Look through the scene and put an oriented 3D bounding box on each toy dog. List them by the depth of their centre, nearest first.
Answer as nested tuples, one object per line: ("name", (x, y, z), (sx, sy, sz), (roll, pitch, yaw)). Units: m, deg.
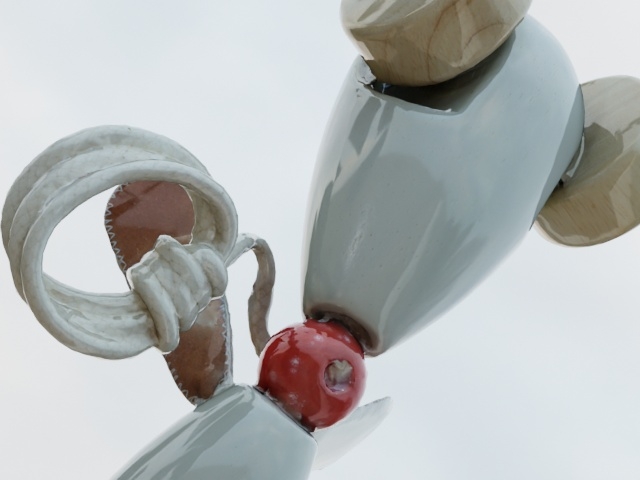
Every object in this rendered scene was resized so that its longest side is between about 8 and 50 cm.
("toy dog", (0.000, 0.000, 0.784), (0.161, 0.333, 0.220), (10, -53, 59))
